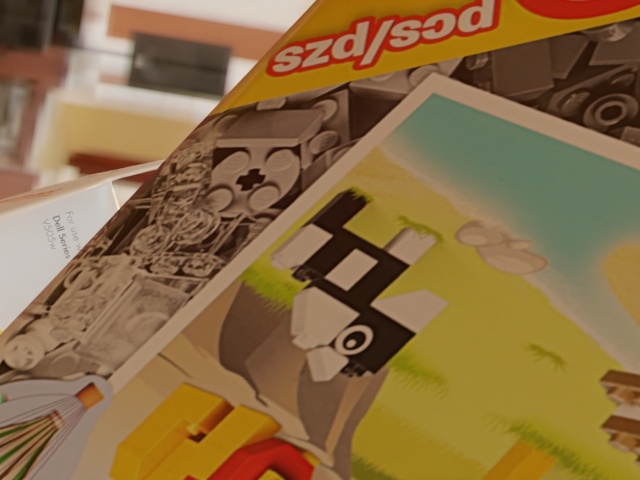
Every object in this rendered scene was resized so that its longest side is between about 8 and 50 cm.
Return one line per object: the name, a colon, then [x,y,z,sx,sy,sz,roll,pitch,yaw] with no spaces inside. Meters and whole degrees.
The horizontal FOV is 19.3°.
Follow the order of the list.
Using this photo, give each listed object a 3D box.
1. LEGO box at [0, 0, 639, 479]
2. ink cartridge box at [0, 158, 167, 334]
LEGO box: [0.176,0.102,0.317,0.372,0.500,0.193,-49,135,-24]
ink cartridge box: [-0.255,0.048,1.273,0.207,0.353,0.119,-7,-79,56]
